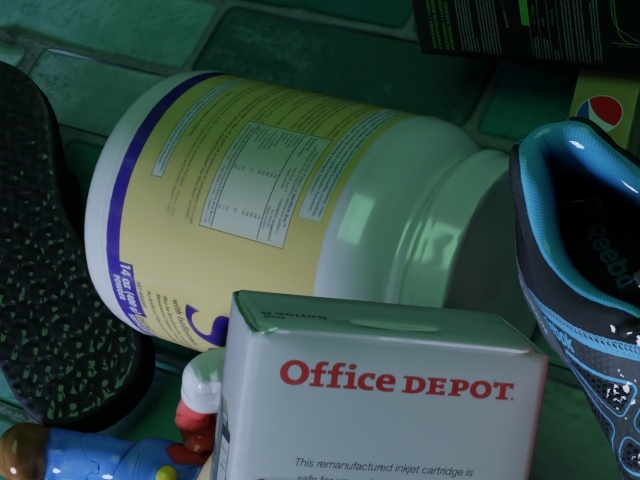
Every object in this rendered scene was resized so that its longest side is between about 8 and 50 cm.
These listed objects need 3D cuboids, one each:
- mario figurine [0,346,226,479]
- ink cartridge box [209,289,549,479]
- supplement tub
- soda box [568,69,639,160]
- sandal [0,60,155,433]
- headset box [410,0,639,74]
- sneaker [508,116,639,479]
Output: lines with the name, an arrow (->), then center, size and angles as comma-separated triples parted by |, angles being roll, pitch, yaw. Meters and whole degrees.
mario figurine -> -0.118, 0.203, 1.115 | 0.321, 0.198, 0.170 | -8, 41, 23
ink cartridge box -> 0.026, 0.181, 0.955 | 0.198, 0.115, 0.272 | 6, 101, -12
supplement tub -> 0.000, 0.000, 1.162 | 0.331, 0.241, 0.241 | 15, 66, 30
soda box -> 0.243, -0.070, 1.218 | 0.058, 0.061, 0.181 | 6, 62, 25
sandal -> -0.286, 0.010, 1.366 | 0.167, 0.107, 0.445 | -29, 59, 1
headset box -> 0.235, -0.276, 1.272 | 0.283, 0.131, 0.246 | 10, 45, 28
sneaker -> 0.190, 0.081, 0.708 | 0.125, 0.139, 0.341 | -34, 57, 0
